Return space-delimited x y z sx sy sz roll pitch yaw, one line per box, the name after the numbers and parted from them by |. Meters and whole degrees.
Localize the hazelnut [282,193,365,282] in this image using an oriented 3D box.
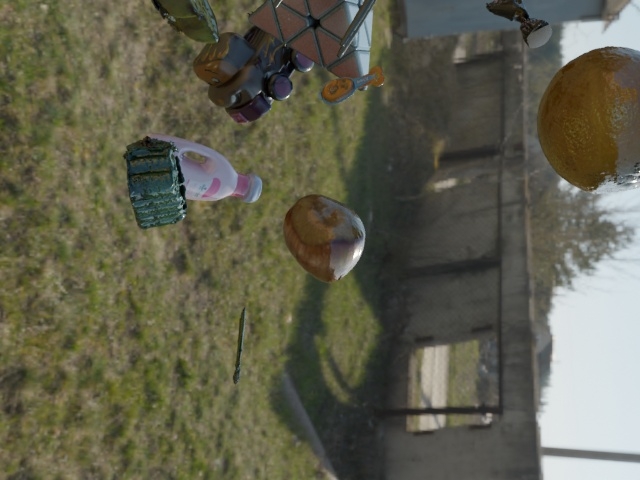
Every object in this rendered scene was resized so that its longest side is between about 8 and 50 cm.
0.000 0.000 1.220 0.150 0.150 0.150 0 90 -75 | hazelnut

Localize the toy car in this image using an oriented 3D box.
-0.200 -0.516 1.988 0.240 0.271 0.340 43 69 -30 | toy car

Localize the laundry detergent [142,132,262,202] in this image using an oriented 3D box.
-0.313 -0.174 1.816 0.159 0.335 0.088 -60 -145 25 | laundry detergent

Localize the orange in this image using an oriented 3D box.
0.546 -0.225 1.319 0.274 0.274 0.274 0 90 -75 | orange

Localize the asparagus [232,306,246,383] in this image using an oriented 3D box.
-0.151 0.196 1.308 0.016 0.013 0.166 61 23 -48 | asparagus

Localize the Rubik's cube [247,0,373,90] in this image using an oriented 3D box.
0.017 -0.491 1.468 0.228 0.233 0.228 -59 -143 21 | Rubik's cube

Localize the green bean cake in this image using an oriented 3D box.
-0.329 -0.142 1.373 0.208 0.107 0.193 102 -20 -71 | green bean cake

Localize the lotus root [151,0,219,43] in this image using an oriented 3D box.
-0.248 -0.420 1.206 0.183 0.078 0.203 60 8 -32 | lotus root

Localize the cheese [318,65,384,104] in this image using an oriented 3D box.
0.048 -0.247 1.112 0.017 0.111 0.047 46 29 -66 | cheese

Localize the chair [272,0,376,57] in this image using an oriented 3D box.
0.051 -0.472 1.161 0.272 0.166 0.188 -52 -175 6 | chair

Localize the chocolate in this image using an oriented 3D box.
0.408 -0.459 1.424 0.147 0.072 0.070 59 -30 28 | chocolate
